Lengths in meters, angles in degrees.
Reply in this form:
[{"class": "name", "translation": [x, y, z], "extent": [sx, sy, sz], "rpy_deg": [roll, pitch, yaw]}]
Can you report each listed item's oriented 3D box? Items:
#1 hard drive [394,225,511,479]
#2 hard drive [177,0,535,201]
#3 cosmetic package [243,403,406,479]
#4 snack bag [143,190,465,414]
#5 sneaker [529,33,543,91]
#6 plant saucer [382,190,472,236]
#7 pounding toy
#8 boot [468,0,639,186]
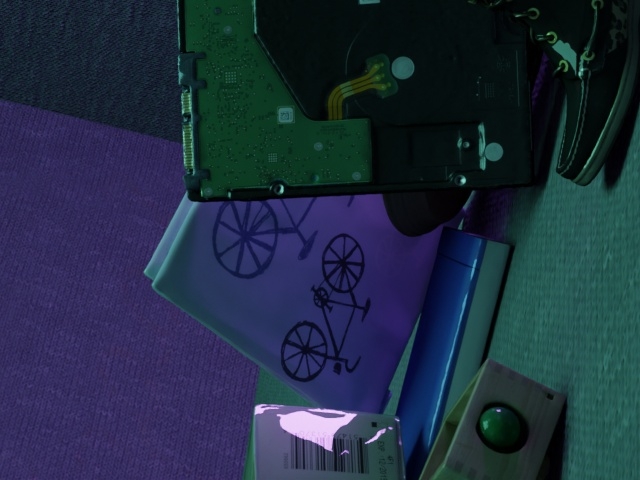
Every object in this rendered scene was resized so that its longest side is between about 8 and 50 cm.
[{"class": "hard drive", "translation": [0.120, 0.149, 1.821], "extent": [0.210, 0.040, 0.318], "rpy_deg": [-147, 70, -83]}, {"class": "hard drive", "translation": [0.033, -0.160, 1.706], "extent": [0.064, 0.339, 0.236], "rpy_deg": [11, -104, -79]}, {"class": "cosmetic package", "translation": [-0.009, 0.318, 1.773], "extent": [0.129, 0.153, 0.296], "rpy_deg": [-92, 7, -52]}, {"class": "snack bag", "translation": [0.000, 0.000, 1.877], "extent": [0.037, 0.342, 0.323], "rpy_deg": [-5, 54, 49]}, {"class": "sneaker", "translation": [0.187, -0.208, 1.753], "extent": [0.108, 0.100, 0.271], "rpy_deg": [6, 97, 41]}, {"class": "plant saucer", "translation": [0.132, -0.138, 1.864], "extent": [0.278, 0.041, 0.277], "rpy_deg": [11, -90, -68]}, {"class": "pounding toy", "translation": [0.143, 0.181, 1.393], "extent": [0.130, 0.100, 0.141], "rpy_deg": [-63, 0, -35]}, {"class": "boot", "translation": [0.170, -0.175, 1.433], "extent": [0.085, 0.179, 0.236], "rpy_deg": [141, 143, -80]}]
